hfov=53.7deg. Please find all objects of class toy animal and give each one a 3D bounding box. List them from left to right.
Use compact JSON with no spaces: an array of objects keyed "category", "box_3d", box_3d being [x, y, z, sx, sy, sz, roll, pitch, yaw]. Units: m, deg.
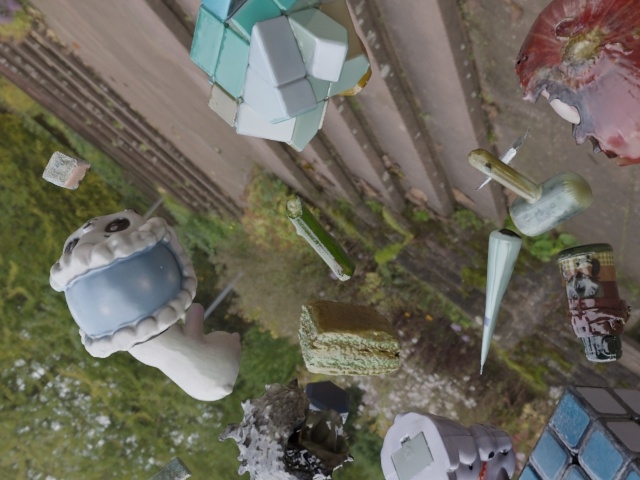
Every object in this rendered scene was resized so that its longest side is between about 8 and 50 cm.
[{"category":"toy animal","box_3d":[-0.313,0.064,0.972,0.156,0.208,0.204,-84,-29,-76]},{"category":"toy animal","box_3d":[-0.275,0.182,1.149,0.282,0.141,0.138,34,-165,-11]}]

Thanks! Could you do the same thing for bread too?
[{"category":"bread","box_3d":[0.059,0.191,1.246,0.196,0.102,0.138,8,-157,-13]}]

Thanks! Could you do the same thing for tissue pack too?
[{"category":"tissue pack","box_3d":[-0.562,-0.155,1.398,0.058,0.074,0.094,29,-179,-4]},{"category":"tissue pack","box_3d":[0.513,-0.225,1.778,0.026,0.122,0.193,39,134,6]}]

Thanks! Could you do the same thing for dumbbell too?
[{"category":"dumbbell","box_3d":[-0.013,0.594,1.959,0.159,0.325,0.144,29,-152,26]}]

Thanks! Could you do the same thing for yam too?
[{"category":"yam","box_3d":[-0.449,0.679,1.768,0.068,0.169,0.068,50,162,23]}]

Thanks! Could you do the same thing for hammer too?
[{"category":"hammer","box_3d":[0.473,-0.133,1.491,0.305,0.113,0.202,29,140,-20]}]

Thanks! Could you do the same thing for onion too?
[{"category":"onion","box_3d":[0.525,-0.320,1.134,0.341,0.341,0.341,41,177,3]}]

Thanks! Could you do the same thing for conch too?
[{"category":"conch","box_3d":[-0.068,0.431,1.419,0.312,0.241,0.186,22,165,-19]}]

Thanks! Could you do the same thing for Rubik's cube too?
[{"category":"Rubik's cube","box_3d":[-0.045,-0.272,0.918,0.213,0.224,0.265,42,133,23]},{"category":"Rubik's cube","box_3d":[0.611,0.488,1.212,0.303,0.305,0.301,6,-156,-19]}]

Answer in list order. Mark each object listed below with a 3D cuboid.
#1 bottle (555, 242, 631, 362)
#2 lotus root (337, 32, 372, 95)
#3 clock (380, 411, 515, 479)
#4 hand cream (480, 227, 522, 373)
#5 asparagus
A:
[{"category":"bottle","box_3d":[0.645,0.146,1.473,0.156,0.143,0.272,98,165,-79]},{"category":"lotus root","box_3d":[0.043,-0.466,1.668,0.180,0.188,0.199,37,-171,-14]},{"category":"clock","box_3d":[0.265,0.411,1.182,0.253,0.189,0.189,12,-168,-30]},{"category":"hand cream","box_3d":[0.386,0.130,1.388,0.067,0.321,0.109,9,-160,17]},{"category":"asparagus","box_3d":[0.001,0.000,1.624,0.278,0.067,0.060,47,-179,-30]}]
